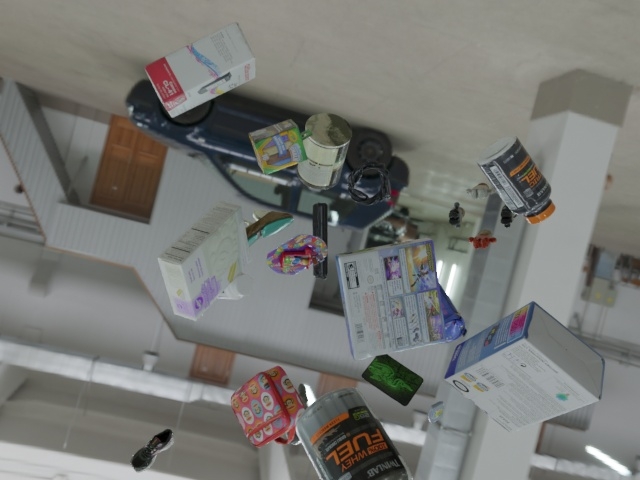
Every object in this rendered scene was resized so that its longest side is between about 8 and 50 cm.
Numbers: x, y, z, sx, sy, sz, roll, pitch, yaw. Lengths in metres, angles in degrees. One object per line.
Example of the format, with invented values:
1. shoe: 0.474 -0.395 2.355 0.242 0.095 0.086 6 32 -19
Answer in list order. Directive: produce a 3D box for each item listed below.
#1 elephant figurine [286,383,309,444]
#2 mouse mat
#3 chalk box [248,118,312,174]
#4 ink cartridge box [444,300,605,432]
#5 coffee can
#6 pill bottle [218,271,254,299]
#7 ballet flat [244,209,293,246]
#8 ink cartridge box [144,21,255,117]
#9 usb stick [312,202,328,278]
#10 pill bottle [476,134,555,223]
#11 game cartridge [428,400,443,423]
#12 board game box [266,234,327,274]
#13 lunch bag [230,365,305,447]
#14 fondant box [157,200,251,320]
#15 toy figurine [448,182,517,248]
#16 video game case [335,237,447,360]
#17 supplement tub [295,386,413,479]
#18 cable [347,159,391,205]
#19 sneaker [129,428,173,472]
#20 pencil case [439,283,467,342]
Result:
1. elephant figurine: -0.102 0.715 2.640 0.169 0.239 0.186 -15 158 -15
2. mouse mat: 0.256 0.487 2.242 0.189 0.007 0.152 31 -135 17
3. chalk box: -0.130 -0.343 2.264 0.213 0.132 0.132 -19 -154 -6
4. ink cartridge box: 0.543 0.375 1.780 0.270 0.151 0.395 39 136 -5
5. coffee can: 0.013 -0.385 2.756 0.201 0.202 0.275 15 143 -1
6. pill bottle: -0.334 0.163 2.343 0.108 0.108 0.193 14 169 -41
7. ballet flat: -0.271 -0.051 2.584 0.124 0.342 0.116 49 155 18
8. ink cartridge box: -0.359 -0.514 1.935 0.306 0.131 0.226 -26 -178 -5
9. usb stick: 0.000 0.000 2.304 0.045 0.278 0.077 0 -179 -32
10. pill bottle: 0.559 -0.163 1.782 0.246 0.130 0.130 50 171 -14
11. game cartridge: 0.402 0.600 2.208 0.056 0.083 0.017 -18 -144 -20
12. board game box: -0.061 0.051 1.712 0.133 0.168 0.033 41 -155 -46
13. lunch bag: -0.182 0.613 2.275 0.120 0.258 0.293 -16 159 -44
14. fondant box: -0.362 0.061 2.042 0.096 0.238 0.330 15 -138 25
15. toy figurine: 0.598 -0.095 2.343 0.209 0.213 0.148 42 -154 9
16. video game case: 0.179 0.146 1.602 0.244 0.270 0.061 -10 -172 -7
17. supplement tub: 0.095 0.565 1.616 0.207 0.207 0.338 14 -147 -49
18. cable: 0.168 -0.206 2.230 0.150 0.047 0.184 -6 132 13
19. sneaker: -0.570 0.698 2.142 0.072 0.077 0.178 33 -137 13
20. pencil case: 0.407 0.223 2.254 0.119 0.133 0.306 25 -151 -36
